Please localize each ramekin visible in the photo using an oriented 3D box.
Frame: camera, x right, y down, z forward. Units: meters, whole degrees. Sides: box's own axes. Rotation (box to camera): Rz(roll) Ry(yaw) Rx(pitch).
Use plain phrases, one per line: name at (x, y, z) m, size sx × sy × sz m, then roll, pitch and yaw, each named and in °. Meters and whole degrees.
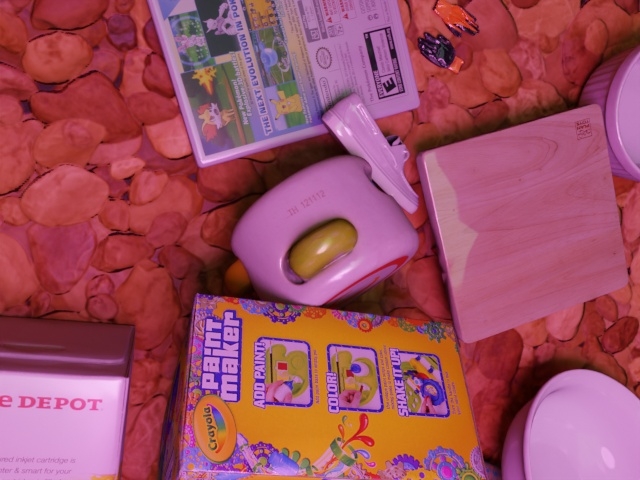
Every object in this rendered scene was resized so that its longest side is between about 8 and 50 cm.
ramekin at (0.463, -0.178, 0.850) m, size 0.207 × 0.109 × 0.207 m, roll -2°, pitch 98°, yaw -14°

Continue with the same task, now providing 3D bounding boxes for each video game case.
video game case at (-0.052, -0.286, 0.743) m, size 0.300 × 0.036 × 0.329 m, roll -17°, pitch 102°, yaw -12°

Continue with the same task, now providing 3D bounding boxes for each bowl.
bowl at (0.355, 0.341, 0.848) m, size 0.298 × 0.134 × 0.297 m, roll 14°, pitch 59°, yaw -24°

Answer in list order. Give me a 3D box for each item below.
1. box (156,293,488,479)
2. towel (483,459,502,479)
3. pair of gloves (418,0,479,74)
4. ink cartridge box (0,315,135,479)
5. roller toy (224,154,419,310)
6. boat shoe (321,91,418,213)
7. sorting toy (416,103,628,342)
box at (-0.025, 0.222, 0.666) m, size 0.279 × 0.290 × 0.177 m, roll 9°, pitch 50°, yaw -16°
towel at (0.221, 0.459, 0.906) m, size 0.370 × 0.040 × 0.271 m, roll 25°, pitch 91°, yaw -16°
pair of gloves at (0.171, -0.273, 0.814) m, size 0.074 × 0.010 × 0.083 m, roll 25°, pitch 93°, yaw -17°
ink cartridge box at (-0.317, 0.237, 0.660) m, size 0.198 × 0.197 × 0.270 m, roll 7°, pitch 96°, yaw -14°
roller toy at (0.000, 0.000, 0.706) m, size 0.191 × 0.209 × 0.146 m, roll -23°, pitch 74°, yaw -38°
boat shoe at (0.078, -0.109, 0.771) m, size 0.063 × 0.066 × 0.184 m, roll -43°, pitch 113°, yaw 5°
sorting toy at (0.263, -0.027, 0.829) m, size 0.257 × 0.089 × 0.255 m, roll -17°, pitch 101°, yaw -12°
